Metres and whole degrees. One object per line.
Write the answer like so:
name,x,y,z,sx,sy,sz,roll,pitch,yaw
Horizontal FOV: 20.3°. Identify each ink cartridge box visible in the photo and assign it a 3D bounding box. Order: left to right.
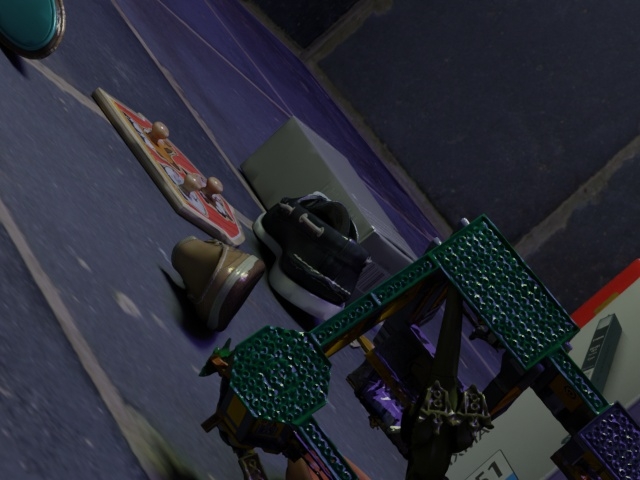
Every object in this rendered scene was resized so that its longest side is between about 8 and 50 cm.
ink cartridge box,0.207,0.143,1.615,0.066,0.296,0.261,45,8,-25

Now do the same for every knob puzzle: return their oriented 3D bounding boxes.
knob puzzle,-0.129,-0.066,1.783,0.213,0.030,0.213,47,7,-8

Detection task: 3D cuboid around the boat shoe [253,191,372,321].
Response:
boat shoe,0.000,0.000,1.891,0.114,0.091,0.302,31,10,-17

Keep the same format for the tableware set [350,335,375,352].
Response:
tableware set,0.050,0.106,1.957,0.154,0.024,0.104,49,7,10

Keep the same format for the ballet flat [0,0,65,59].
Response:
ballet flat,-0.281,-0.229,1.615,0.206,0.073,0.067,56,-4,27

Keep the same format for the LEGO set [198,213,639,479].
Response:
LEGO set,0.082,0.160,1.137,0.331,0.255,0.192,43,-24,8

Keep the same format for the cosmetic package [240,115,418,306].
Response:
cosmetic package,0.013,-0.027,2.129,0.127,0.107,0.238,36,17,-46

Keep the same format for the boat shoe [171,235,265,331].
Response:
boat shoe,-0.090,0.028,1.443,0.072,0.068,0.190,36,-2,-2

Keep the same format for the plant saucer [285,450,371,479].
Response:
plant saucer,0.040,0.224,1.241,0.200,0.037,0.200,48,8,-9
